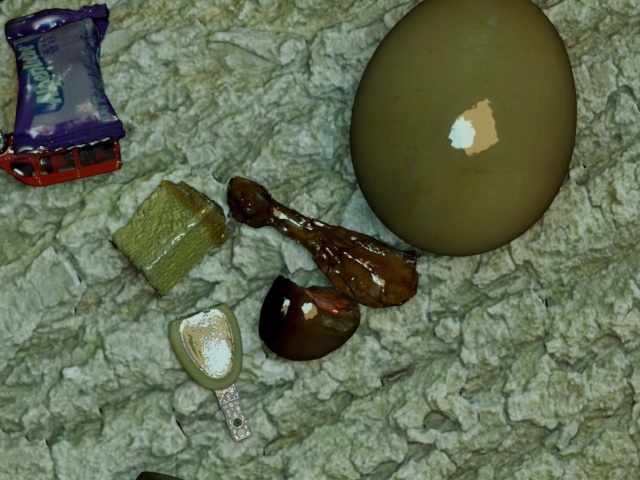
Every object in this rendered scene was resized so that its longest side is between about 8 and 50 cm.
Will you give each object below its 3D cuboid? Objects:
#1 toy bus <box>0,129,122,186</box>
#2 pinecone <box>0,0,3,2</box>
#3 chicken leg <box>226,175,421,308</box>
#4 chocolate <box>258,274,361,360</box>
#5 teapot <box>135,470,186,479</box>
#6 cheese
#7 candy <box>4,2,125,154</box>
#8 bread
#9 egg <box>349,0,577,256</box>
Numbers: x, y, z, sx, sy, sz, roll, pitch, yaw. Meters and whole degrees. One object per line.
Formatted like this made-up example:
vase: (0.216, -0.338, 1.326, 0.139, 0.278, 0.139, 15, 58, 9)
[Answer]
toy bus: (-0.368, -0.120, 1.831, 0.195, 0.081, 0.089, -13, 100, -13)
pinecone: (-0.474, -0.410, 1.765, 0.222, 0.221, 0.221, 1, 88, -12)
chicken leg: (0.000, 0.000, 1.900, 0.304, 0.113, 0.093, 30, 120, 0)
chocolate: (-0.010, 0.106, 1.873, 0.133, 0.127, 0.124, 16, 50, -17)
teapot: (-0.196, 0.410, 1.796, 0.268, 0.185, 0.175, 19, 83, 27)
cheese: (-0.139, 0.185, 1.886, 0.097, 0.037, 0.192, -21, 93, -11)
candy: (-0.339, -0.215, 1.795, 0.145, 0.070, 0.275, -11, 51, -4)
bread: (-0.200, -0.013, 1.829, 0.127, 0.152, 0.147, 45, 82, 1)
egg: (0.192, -0.164, 1.837, 0.301, 0.301, 0.373, 9, 79, -11)
